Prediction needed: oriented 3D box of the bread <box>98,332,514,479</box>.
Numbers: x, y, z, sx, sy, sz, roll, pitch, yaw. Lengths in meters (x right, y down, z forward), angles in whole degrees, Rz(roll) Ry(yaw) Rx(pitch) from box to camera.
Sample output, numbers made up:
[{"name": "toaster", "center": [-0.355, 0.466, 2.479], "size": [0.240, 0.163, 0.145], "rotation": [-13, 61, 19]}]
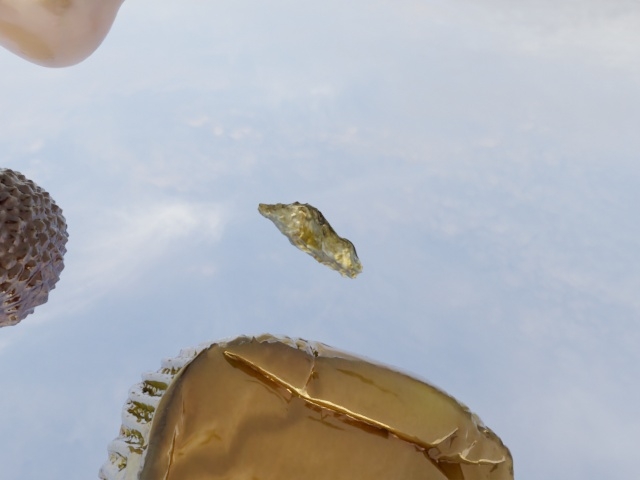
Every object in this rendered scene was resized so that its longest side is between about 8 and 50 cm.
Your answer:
[{"name": "bread", "center": [-0.008, 0.180, 0.385], "size": [0.288, 0.156, 0.204], "rotation": [16, -110, -25]}]

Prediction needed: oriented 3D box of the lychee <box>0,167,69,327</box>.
[{"name": "lychee", "center": [-0.373, -0.001, 0.580], "size": [0.188, 0.188, 0.188], "rotation": [0, -132, 0]}]

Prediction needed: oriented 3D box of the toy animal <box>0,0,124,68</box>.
[{"name": "toy animal", "center": [-0.284, -0.239, 0.410], "size": [0.229, 0.221, 0.210], "rotation": [-12, -88, 5]}]

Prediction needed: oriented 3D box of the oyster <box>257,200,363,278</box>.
[{"name": "oyster", "center": [0.000, 0.000, 0.683], "size": [0.121, 0.146, 0.045], "rotation": [5, -134, 37]}]
